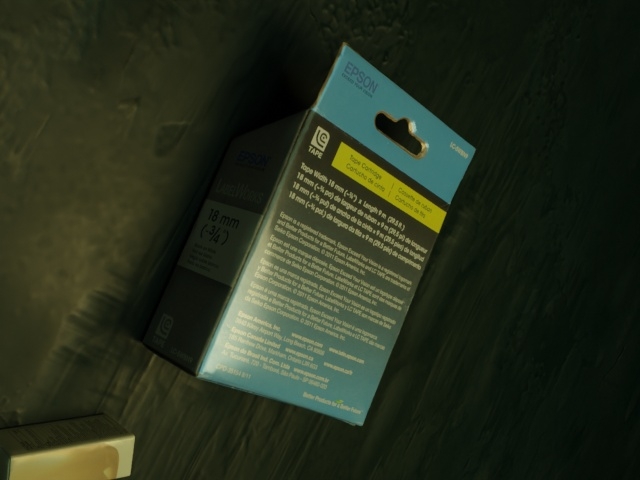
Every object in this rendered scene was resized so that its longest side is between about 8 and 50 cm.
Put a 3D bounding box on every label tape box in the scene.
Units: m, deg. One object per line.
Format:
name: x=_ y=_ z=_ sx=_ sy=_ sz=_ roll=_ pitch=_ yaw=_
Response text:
label tape box: x=0.000 y=0.000 z=0.832 sx=0.241 sy=0.106 sz=0.333 roll=29 pitch=82 yaw=-43

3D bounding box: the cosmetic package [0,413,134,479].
cosmetic package: x=-0.230 y=0.189 z=0.709 sx=0.115 sy=0.060 sz=0.041 roll=1 pitch=102 yaw=-41
